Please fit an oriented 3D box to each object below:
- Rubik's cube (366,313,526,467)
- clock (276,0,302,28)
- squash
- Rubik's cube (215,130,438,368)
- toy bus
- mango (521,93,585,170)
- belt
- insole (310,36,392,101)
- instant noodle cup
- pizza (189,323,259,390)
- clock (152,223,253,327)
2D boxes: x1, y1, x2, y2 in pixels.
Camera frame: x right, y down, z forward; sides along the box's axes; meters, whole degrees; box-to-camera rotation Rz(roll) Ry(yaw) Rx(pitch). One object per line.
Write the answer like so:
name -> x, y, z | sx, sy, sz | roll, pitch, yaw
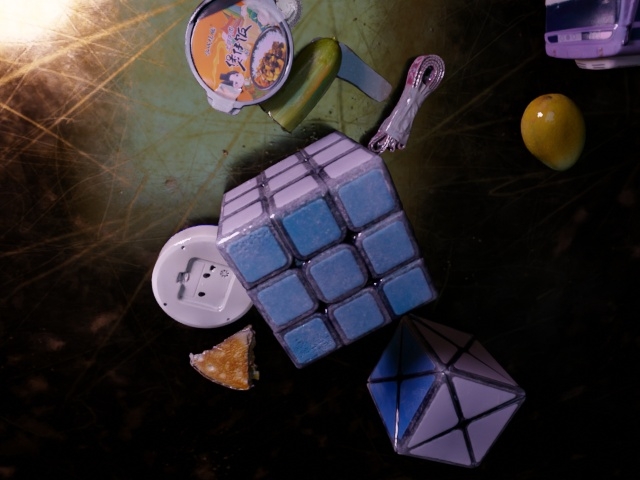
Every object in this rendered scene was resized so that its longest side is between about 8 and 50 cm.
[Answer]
Rubik's cube -> 0.308, 0.380, 1.044 | 0.254, 0.259, 0.260 | 19, 109, -19
clock -> -0.073, -0.434, 0.765 | 0.083, 0.010, 0.074 | -31, 114, 2
squash -> -0.026, -0.303, 0.779 | 0.188, 0.095, 0.095 | -44, 113, 13
Rubik's cube -> 0.000, 0.000, 0.803 | 0.305, 0.304, 0.301 | -30, 115, 0
toy bus -> 0.674, -0.475, 0.783 | 0.439, 0.209, 0.250 | -8, 115, -9
mango -> 0.526, -0.240, 0.915 | 0.130, 0.092, 0.195 | -33, 119, 3
belt -> 0.180, -0.276, 0.856 | 0.071, 0.053, 0.232 | 26, 105, -20
insole -> 0.063, -0.348, 0.826 | 0.191, 0.010, 0.063 | 27, 104, -19
instant noodle cup -> -0.144, -0.339, 0.728 | 0.177, 0.125, 0.208 | 34, 102, -22
pizza -> -0.217, 0.280, 1.014 | 0.185, 0.052, 0.195 | 29, 109, -13
clock -> -0.252, 0.082, 0.910 | 0.230, 0.083, 0.231 | -3, 111, -8
